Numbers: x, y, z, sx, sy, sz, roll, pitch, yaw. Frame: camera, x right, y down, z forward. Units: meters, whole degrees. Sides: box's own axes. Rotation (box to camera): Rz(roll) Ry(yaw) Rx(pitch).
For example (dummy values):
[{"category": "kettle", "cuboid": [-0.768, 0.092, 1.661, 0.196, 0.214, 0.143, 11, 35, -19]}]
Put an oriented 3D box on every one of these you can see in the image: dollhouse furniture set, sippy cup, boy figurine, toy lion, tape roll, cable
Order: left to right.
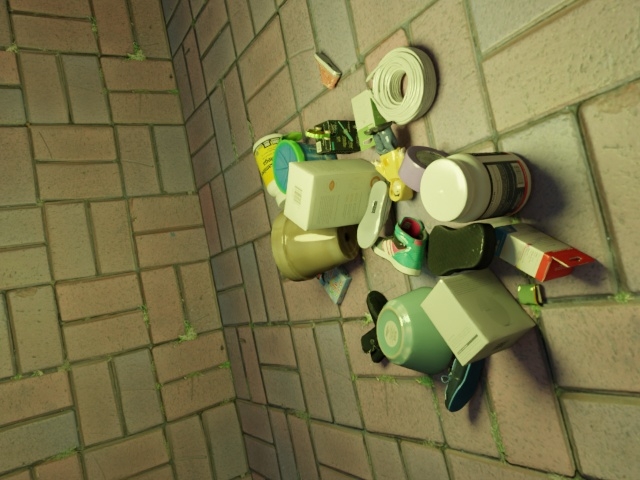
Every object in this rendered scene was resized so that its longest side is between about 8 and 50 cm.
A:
[{"category": "sippy cup", "cuboid": [-0.056, -0.319, 2.151, 0.240, 0.224, 0.306, 10, 105, 56]}, {"category": "toy lion", "cuboid": [-0.017, -0.405, 1.891, 0.100, 0.096, 0.034, 35, 125, 48]}, {"category": "boy figurine", "cuboid": [0.247, -0.272, 1.772, 0.177, 0.092, 0.285, -2, 112, 57]}, {"category": "cable", "cuboid": [0.283, -0.527, 1.713, 0.257, 0.089, 0.257, -44, 62, 51]}, {"category": "tape roll", "cuboid": [0.349, -0.221, 1.592, 0.189, 0.189, 0.080, 51, 137, 37]}, {"category": "dollhouse furniture set", "cuboid": [0.583, 0.117, 1.436, 0.076, 0.058, 0.152, -13, 86, 57]}]

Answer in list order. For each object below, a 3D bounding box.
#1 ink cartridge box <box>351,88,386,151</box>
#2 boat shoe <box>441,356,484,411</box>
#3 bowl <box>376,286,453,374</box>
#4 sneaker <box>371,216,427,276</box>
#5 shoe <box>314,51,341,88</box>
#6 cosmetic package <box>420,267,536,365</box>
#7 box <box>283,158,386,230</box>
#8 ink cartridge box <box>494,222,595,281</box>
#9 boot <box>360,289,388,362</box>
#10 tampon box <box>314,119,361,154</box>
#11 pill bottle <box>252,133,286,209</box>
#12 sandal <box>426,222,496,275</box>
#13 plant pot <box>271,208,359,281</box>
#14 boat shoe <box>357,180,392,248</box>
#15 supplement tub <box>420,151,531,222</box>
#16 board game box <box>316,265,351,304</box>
[{"category": "ink cartridge box", "cuboid": [0.189, -0.455, 1.894, 0.109, 0.062, 0.209, -13, 87, 57]}, {"category": "boat shoe", "cuboid": [0.474, 0.445, 1.664, 0.089, 0.109, 0.258, 40, 113, 54]}, {"category": "bowl", "cuboid": [0.309, 0.317, 1.746, 0.311, 0.163, 0.312, -178, 90, -66]}, {"category": "sneaker", "cuboid": [0.286, -0.006, 1.804, 0.295, 0.123, 0.179, 42, 120, 60]}, {"category": "shoe", "cuboid": [0.016, -0.711, 2.094, 0.178, 0.063, 0.081, 53, 133, 29]}, {"category": "cosmetic package", "cuboid": [0.464, 0.221, 1.488, 0.225, 0.224, 0.138, 59, 141, 30]}, {"category": "box", "cuboid": [0.057, -0.182, 1.899, 0.168, 0.345, 0.215, 37, 127, 47]}, {"category": "ink cartridge box", "cuboid": [0.587, 0.037, 1.341, 0.231, 0.134, 0.078, 40, 128, 46]}, {"category": "boot", "cuboid": [0.217, 0.352, 2.011, 0.247, 0.094, 0.207, 60, 138, 19]}, {"category": "tampon box", "cuboid": [0.073, -0.409, 1.991, 0.101, 0.161, 0.121, -2, 94, 57]}, {"category": "pill bottle", "cuboid": [-0.188, -0.325, 2.381, 0.188, 0.187, 0.334, -47, 59, 50]}, {"category": "sandal", "cuboid": [0.435, 0.036, 1.530, 0.446, 0.107, 0.168, 178, 100, -81]}, {"category": "plant pot", "cuboid": [0.000, 0.000, 2.091, 0.280, 0.323, 0.323, -9, 90, 33]}, {"category": "boat shoe", "cuboid": [0.217, -0.090, 1.869, 0.095, 0.084, 0.258, 26, 99, 40]}, {"category": "supplement tub", "cuboid": [0.436, -0.150, 1.400, 0.191, 0.272, 0.191, 19, 112, 54]}, {"category": "board game box", "cuboid": [0.051, 0.159, 2.270, 0.211, 0.039, 0.160, 51, 136, 36]}]
